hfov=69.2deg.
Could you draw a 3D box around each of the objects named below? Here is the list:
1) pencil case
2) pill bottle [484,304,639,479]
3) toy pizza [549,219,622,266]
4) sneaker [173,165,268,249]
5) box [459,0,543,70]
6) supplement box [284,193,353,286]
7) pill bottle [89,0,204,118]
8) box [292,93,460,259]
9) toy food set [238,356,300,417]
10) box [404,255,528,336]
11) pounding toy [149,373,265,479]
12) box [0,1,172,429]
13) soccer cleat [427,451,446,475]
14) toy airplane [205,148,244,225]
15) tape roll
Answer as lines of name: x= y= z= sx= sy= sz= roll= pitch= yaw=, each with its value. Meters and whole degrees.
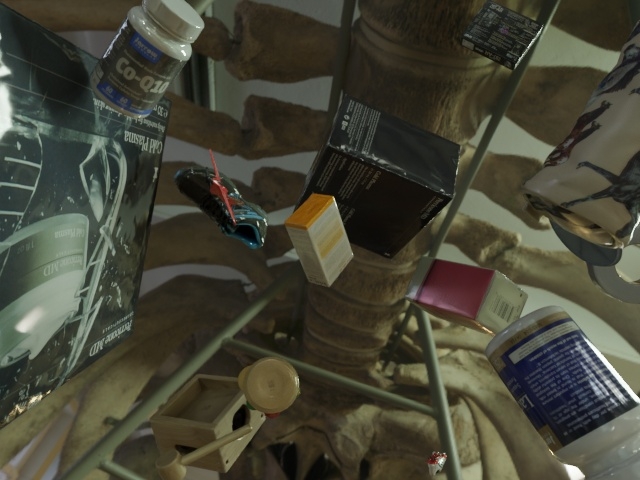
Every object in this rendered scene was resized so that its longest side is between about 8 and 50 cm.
pencil case: x=0.449 y=-0.186 z=0.650 sx=0.160 sy=0.183 sz=0.410 roll=27 pitch=-78 yaw=-11
pill bottle: x=0.394 y=0.247 z=0.721 sx=0.153 sy=0.264 sz=0.153 roll=-19 pitch=-35 yaw=-14
toy pizza: x=0.585 y=-0.031 z=1.027 sx=0.032 sy=0.201 sz=0.201 roll=-32 pitch=-55 yaw=-5
sneaker: x=-0.292 y=-0.100 z=1.419 sx=0.341 sy=0.139 sz=0.125 roll=34 pitch=-61 yaw=-30
box: x=0.240 y=-0.275 z=0.620 sx=0.083 sy=0.067 sz=0.018 roll=34 pitch=-5 yaw=16
supplement box: x=0.000 y=0.000 z=0.574 sx=0.036 sy=0.062 sz=0.098 roll=11 pitch=-45 yaw=37
pill bottle: x=-0.201 y=-0.217 z=0.540 sx=0.078 sy=0.078 sz=0.137 roll=39 pitch=-63 yaw=-17
box: x=0.129 y=-0.144 z=1.200 sx=0.313 sy=0.178 sz=0.343 roll=23 pitch=-32 yaw=-7
toy food set: x=-0.072 y=0.210 z=0.672 sx=0.082 sy=0.083 sz=0.020 roll=58 pitch=-21 yaw=22
box: x=0.348 y=0.136 z=1.130 sx=0.149 sy=0.126 sz=0.232 roll=31 pitch=-11 yaw=-31
pounding toy: x=-0.172 y=0.311 z=0.721 sx=0.181 sy=0.206 sz=0.094 roll=-3 pitch=-72 yaw=24
box: x=-0.463 y=-0.043 z=0.658 sx=0.298 sy=0.480 sz=0.471 roll=13 pitch=-83 yaw=0
soccer cleat: x=0.241 y=0.462 z=0.962 sx=0.029 sy=0.035 sz=0.083 roll=-4 pitch=-12 yaw=28
toy airplane: x=-0.173 y=-0.085 z=0.825 sx=0.028 sy=0.151 sz=0.151 roll=-22 pitch=-53 yaw=5
tape roll: x=0.872 y=0.064 z=1.296 sx=0.219 sy=0.072 sz=0.219 roll=0 pitch=-89 yaw=15
